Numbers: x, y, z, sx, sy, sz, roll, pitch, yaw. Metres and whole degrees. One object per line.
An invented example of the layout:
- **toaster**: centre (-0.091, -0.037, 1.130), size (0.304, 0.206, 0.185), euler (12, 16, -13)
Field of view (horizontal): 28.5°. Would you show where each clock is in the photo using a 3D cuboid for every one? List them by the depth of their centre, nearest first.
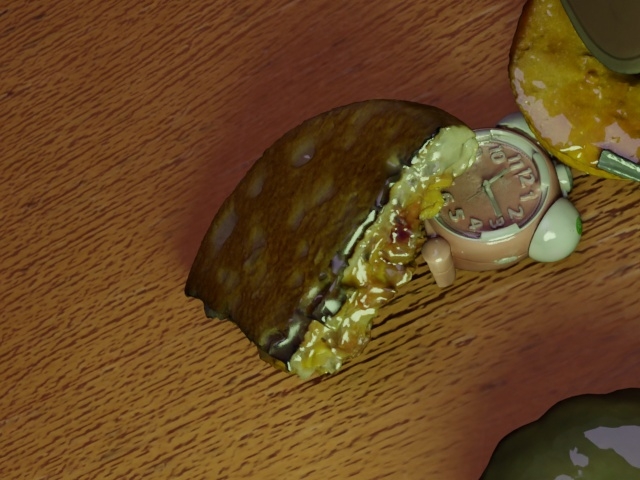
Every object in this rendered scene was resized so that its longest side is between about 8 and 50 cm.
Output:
- **clock**: centre (0.175, -0.040, 1.273), size (0.162, 0.093, 0.166), euler (-16, 62, 9)

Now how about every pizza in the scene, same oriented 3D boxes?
- **pizza**: centre (0.000, 0.000, 1.258), size (0.409, 0.114, 0.277), euler (-38, 47, 38)

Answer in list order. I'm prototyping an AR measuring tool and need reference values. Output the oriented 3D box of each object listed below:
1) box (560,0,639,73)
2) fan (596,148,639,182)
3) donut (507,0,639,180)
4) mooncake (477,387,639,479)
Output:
- **box**: centre (0.335, -0.306, 1.066), size (0.216, 0.301, 0.301), euler (-14, 64, -18)
- **fan**: centre (0.407, -0.010, 1.131), size (0.335, 0.011, 0.229), euler (22, 96, 7)
- **donut**: centre (0.300, -0.172, 1.209), size (0.254, 0.118, 0.253), euler (-1, 69, 2)
- **mooncake**: centre (0.277, 0.289, 1.061), size (0.324, 0.187, 0.324), euler (-5, 78, 24)
